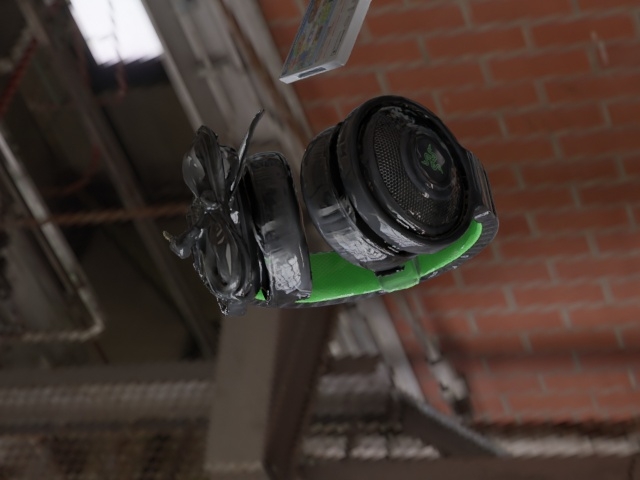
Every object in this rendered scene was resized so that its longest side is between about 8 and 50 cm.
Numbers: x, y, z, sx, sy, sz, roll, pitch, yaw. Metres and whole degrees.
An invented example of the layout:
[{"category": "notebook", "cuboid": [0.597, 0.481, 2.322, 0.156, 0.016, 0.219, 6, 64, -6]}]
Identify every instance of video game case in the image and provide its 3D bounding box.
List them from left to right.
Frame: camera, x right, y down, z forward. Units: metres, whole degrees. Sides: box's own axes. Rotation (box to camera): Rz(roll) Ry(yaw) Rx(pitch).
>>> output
[{"category": "video game case", "cuboid": [0.007, -0.179, 1.517, 0.122, 0.011, 0.087, -6, -119, 66]}]

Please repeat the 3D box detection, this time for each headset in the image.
[{"category": "headset", "cuboid": [0.000, 0.000, 1.431, 0.243, 0.394, 0.185, -19, -112, 19]}]
